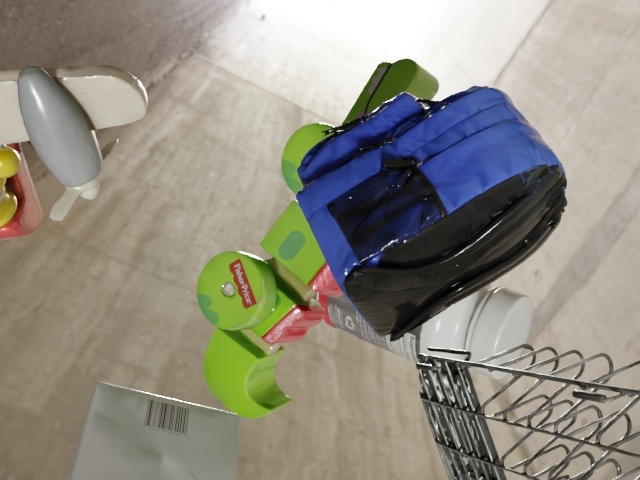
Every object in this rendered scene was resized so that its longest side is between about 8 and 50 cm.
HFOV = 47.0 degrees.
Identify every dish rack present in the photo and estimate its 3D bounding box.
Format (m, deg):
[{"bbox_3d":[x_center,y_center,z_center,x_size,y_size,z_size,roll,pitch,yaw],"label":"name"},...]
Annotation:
[{"bbox_3d":[0.165,0.152,0.440,0.271,0.074,0.208,-8,-77,65],"label":"dish rack"}]

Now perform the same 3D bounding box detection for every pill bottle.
[{"bbox_3d":[0.154,0.097,1.145,0.176,0.318,0.176,-30,130,-45],"label":"pill bottle"}]

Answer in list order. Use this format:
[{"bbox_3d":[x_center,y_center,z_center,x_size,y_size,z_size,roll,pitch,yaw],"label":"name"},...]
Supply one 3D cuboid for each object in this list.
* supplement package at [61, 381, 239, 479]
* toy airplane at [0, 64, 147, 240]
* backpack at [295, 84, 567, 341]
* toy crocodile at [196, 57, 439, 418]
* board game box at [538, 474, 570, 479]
[{"bbox_3d":[-0.181,0.270,0.678,0.134,0.139,0.244,-94,-153,-52],"label":"supplement package"},{"bbox_3d":[-0.435,-0.108,0.802,0.386,0.384,0.273,-31,-124,41],"label":"toy airplane"},{"bbox_3d":[0.056,-0.024,0.372,0.120,0.101,0.098,-29,155,5],"label":"backpack"},{"bbox_3d":[0.000,0.000,0.637,0.341,0.105,0.115,-56,158,9],"label":"toy crocodile"},{"bbox_3d":[0.346,0.480,1.194,0.042,0.243,0.165,-23,-111,42],"label":"board game box"}]
